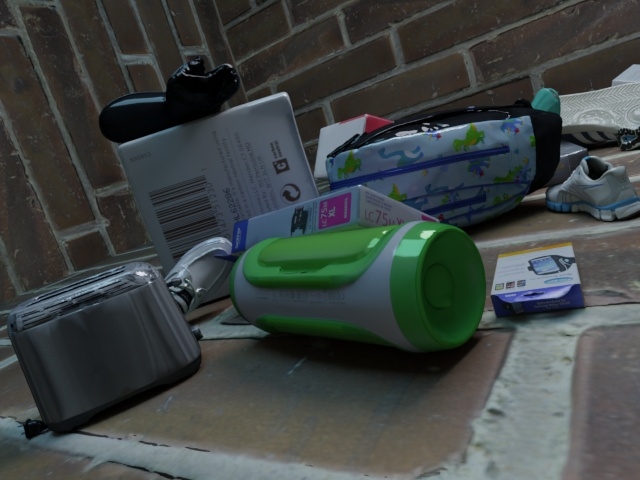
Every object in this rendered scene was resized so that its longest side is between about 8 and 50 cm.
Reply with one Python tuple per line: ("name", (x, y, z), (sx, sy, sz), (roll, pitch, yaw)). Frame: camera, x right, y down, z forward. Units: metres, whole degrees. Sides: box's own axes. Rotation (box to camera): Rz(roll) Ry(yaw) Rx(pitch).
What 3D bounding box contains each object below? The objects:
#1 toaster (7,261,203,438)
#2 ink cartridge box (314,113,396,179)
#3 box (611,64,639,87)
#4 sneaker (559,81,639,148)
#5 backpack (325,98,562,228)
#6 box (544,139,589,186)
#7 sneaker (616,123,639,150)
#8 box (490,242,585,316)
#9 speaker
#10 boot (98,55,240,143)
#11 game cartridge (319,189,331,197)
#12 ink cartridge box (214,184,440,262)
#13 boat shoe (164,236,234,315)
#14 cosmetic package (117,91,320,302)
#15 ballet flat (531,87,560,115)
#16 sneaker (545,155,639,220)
("toaster", (-0.268, 0.121, 0.584), (0.227, 0.146, 0.129), (-22, 10, -17))
("ink cartridge box", (0.169, -0.183, 1.119), (0.306, 0.131, 0.226), (10, -2, -25))
("box", (0.861, -0.382, 1.225), (0.130, 0.091, 0.170), (-34, 39, -28))
("sneaker", (0.700, -0.289, 1.168), (0.350, 0.131, 0.148), (12, -10, 40))
("backpack", (0.187, -0.118, 0.862), (0.355, 0.273, 0.290), (1, 8, -15))
("box", (0.461, -0.160, 1.043), (0.183, 0.056, 0.231), (-15, 11, 20))
("sneaker", (0.695, -0.227, 0.983), (0.073, 0.063, 0.162), (-16, 11, -5))
("box", (0.224, 0.041, 0.496), (0.081, 0.028, 0.136), (-12, 14, 28))
("speaker", (0.021, 0.050, 0.527), (0.131, 0.131, 0.296), (-27, 14, -39))
("boot", (-0.282, -0.255, 0.872), (0.246, 0.094, 0.207), (-17, 6, -20))
("game cartridge", (-0.053, -0.119, 1.695), (0.230, 0.068, 0.355), (-15, 10, 37))
("ink cartridge box", (0.000, 0.000, 0.728), (0.311, 0.065, 0.185), (-15, -23, 42))
("boat shoe", (-0.223, 0.089, 0.780), (0.226, 0.083, 0.076), (-46, 21, -3))
("cosmetic package", (-0.172, -0.099, 1.048), (0.327, 0.329, 0.394), (-19, 12, 0))
("ballet flat", (0.506, -0.251, 1.142), (0.087, 0.083, 0.247), (-30, -30, -2))
("sneaker", (0.395, -0.085, 0.706), (0.071, 0.083, 0.191), (-20, 9, -3))
